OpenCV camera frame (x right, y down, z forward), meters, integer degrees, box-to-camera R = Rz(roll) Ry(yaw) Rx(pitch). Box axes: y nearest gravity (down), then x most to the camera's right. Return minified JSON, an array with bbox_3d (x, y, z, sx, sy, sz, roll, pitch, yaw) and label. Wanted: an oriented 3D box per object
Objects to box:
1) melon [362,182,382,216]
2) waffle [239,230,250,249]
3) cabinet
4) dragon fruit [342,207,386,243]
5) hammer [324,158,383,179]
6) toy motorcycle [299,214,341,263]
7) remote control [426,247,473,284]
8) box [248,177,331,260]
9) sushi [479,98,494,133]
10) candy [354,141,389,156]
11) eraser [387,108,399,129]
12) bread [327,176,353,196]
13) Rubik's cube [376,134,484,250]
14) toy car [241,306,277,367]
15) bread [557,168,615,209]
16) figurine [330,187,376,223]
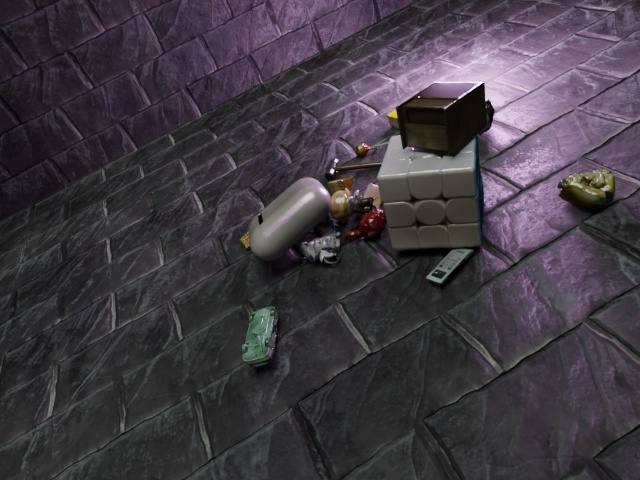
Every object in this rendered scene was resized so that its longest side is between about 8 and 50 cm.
[{"bbox_3d":[0.196,-0.143,1.833,0.097,0.054,0.182,17,53,23],"label":"melon"},{"bbox_3d":[-0.267,-0.028,1.939,0.135,0.021,0.092,-45,38,-3],"label":"waffle"},{"bbox_3d":[0.367,-0.370,1.429,0.174,0.148,0.215,17,44,42],"label":"cabinet"},{"bbox_3d":[0.163,-0.037,1.698,0.190,0.094,0.094,-39,34,17],"label":"dragon fruit"},{"bbox_3d":[0.195,-0.325,2.045,0.364,0.044,0.111,-3,42,25],"label":"hammer"},{"bbox_3d":[0.000,0.000,1.726,0.150,0.102,0.221,3,44,2],"label":"toy motorcycle"},{"bbox_3d":[0.402,0.077,1.456,0.166,0.029,0.065,-41,33,-21],"label":"remote control"},{"bbox_3d":[-0.119,-0.085,1.757,0.349,0.141,0.289,-41,21,4],"label":"box"},{"bbox_3d":[0.607,-0.520,1.978,0.224,0.124,0.127,0,44,30],"label":"sushi"},{"bbox_3d":[0.252,-0.426,2.134,0.200,0.061,0.061,-14,38,3],"label":"candy"},{"bbox_3d":[0.441,-0.595,2.205,0.226,0.069,0.158,-34,37,-12],"label":"eraser"},{"bbox_3d":[0.085,-0.251,1.981,0.073,0.084,0.139,-7,40,24],"label":"bread"},{"bbox_3d":[0.367,-0.168,1.535,0.290,0.292,0.291,-4,35,22],"label":"Rubik's cube"},{"bbox_3d":[-0.181,0.300,1.479,0.090,0.076,0.224,-17,30,12],"label":"toy car"},{"bbox_3d":[0.818,-0.143,1.442,0.156,0.103,0.110,-15,50,22],"label":"bread"},{"bbox_3d":[0.119,-0.135,1.779,0.195,0.114,0.108,-6,30,41],"label":"figurine"}]
